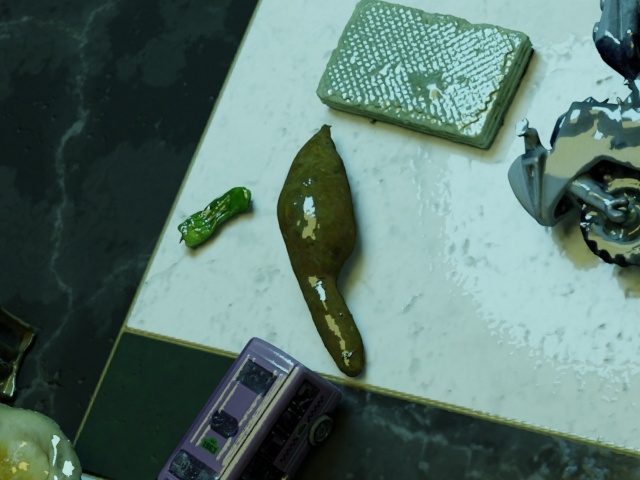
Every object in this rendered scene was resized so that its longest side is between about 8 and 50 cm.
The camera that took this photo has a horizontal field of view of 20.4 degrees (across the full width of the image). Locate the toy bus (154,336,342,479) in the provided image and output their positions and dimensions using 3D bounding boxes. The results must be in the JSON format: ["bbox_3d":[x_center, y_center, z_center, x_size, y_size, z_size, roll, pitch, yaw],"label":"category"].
[{"bbox_3d":[-0.069,0.181,1.594,0.087,0.098,0.178,28,82,36],"label":"toy bus"}]

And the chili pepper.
[{"bbox_3d":[-0.104,-0.025,1.769,0.091,0.034,0.030,-33,87,9],"label":"chili pepper"}]

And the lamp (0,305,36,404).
[{"bbox_3d":[-0.456,0.100,1.858,0.325,0.089,0.090,4,67,31],"label":"lamp"}]

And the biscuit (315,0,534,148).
[{"bbox_3d":[0.097,-0.165,1.719,0.199,0.040,0.121,17,77,34],"label":"biscuit"}]

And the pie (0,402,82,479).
[{"bbox_3d":[-0.360,0.307,1.708,0.339,0.077,0.339,-12,58,20],"label":"pie"}]

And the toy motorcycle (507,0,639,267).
[{"bbox_3d":[0.254,-0.108,1.565,0.159,0.106,0.270,6,72,25],"label":"toy motorcycle"}]

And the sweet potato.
[{"bbox_3d":[-0.001,0.002,1.667,0.075,0.075,0.269,-17,62,21],"label":"sweet potato"}]
